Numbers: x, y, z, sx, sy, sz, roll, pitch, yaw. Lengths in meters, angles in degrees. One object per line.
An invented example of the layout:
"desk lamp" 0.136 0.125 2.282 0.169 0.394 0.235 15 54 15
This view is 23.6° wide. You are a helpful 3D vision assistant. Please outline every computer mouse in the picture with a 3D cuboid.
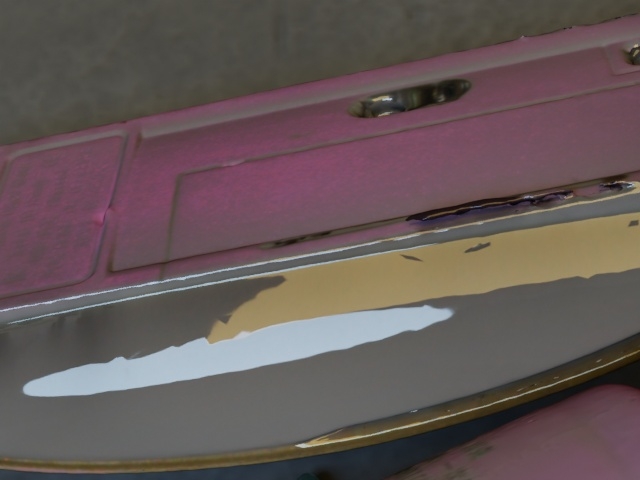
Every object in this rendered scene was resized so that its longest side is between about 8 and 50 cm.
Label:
"computer mouse" 0.000 0.000 0.496 0.310 0.071 0.158 -12 31 7

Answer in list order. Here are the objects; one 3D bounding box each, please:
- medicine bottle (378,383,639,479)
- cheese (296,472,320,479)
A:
"medicine bottle" 0.064 0.141 0.416 0.291 0.178 0.178 -23 68 -7
"cheese" -0.042 0.130 0.509 0.121 0.026 0.067 -27 69 -7
